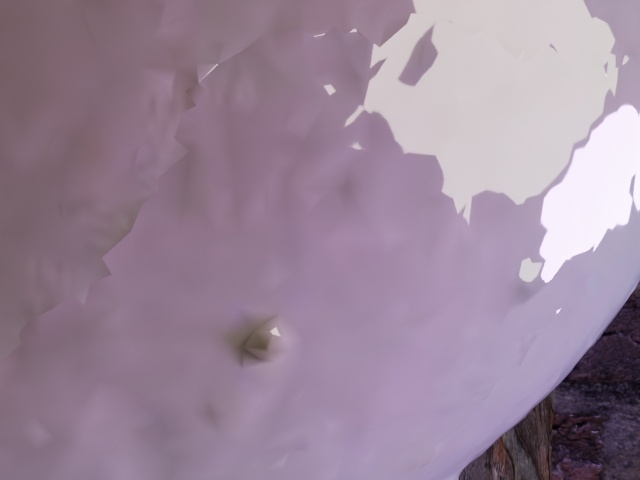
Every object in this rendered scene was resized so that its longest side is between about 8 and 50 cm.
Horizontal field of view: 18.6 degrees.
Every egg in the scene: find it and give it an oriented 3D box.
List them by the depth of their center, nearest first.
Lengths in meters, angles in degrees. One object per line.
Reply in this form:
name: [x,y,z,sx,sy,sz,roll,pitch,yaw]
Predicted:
egg: [-0.066,-0.054,0.545,0.354,0.340,0.354,0,90,-78]
